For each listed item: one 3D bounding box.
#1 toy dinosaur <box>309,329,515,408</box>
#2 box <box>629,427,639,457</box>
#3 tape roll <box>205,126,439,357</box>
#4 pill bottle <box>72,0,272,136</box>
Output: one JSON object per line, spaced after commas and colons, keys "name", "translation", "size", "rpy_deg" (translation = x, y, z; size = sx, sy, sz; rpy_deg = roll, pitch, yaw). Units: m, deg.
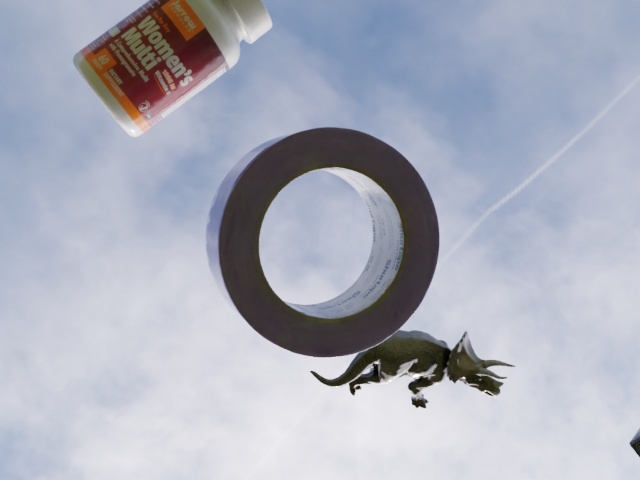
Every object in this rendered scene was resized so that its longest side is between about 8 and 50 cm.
{"name": "toy dinosaur", "translation": [0.137, 0.192, 1.316], "size": [0.313, 0.121, 0.160], "rpy_deg": [14, -46, -16]}
{"name": "box", "translation": [0.616, 0.283, 1.248], "size": [0.142, 0.247, 0.163], "rpy_deg": [52, -50, 11]}
{"name": "tape roll", "translation": [0.000, 0.000, 0.689], "size": [0.188, 0.080, 0.189], "rpy_deg": [-1, -85, -15]}
{"name": "pill bottle", "translation": [-0.175, -0.234, 0.973], "size": [0.221, 0.121, 0.121], "rpy_deg": [-38, -86, -4]}
